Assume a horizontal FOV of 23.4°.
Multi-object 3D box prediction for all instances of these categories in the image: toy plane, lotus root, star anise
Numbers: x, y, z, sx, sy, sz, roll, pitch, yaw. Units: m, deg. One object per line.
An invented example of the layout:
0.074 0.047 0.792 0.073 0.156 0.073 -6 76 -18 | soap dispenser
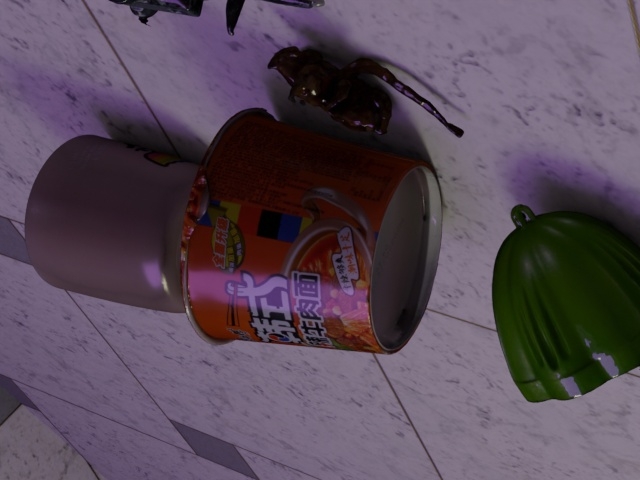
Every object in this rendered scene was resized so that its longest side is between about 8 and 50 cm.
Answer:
-0.127 -0.232 1.407 0.262 0.088 0.192 23 -177 12 | toy plane
0.227 0.036 1.452 0.186 0.186 0.186 26 157 12 | lotus root
0.042 -0.131 1.439 0.191 0.070 0.097 29 -176 1 | star anise

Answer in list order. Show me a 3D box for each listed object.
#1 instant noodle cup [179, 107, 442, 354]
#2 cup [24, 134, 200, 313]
0.000 0.000 1.552 0.192 0.250 0.250 10 150 23 | instant noodle cup
-0.195 -0.012 1.853 0.200 0.191 0.253 14 -179 30 | cup
